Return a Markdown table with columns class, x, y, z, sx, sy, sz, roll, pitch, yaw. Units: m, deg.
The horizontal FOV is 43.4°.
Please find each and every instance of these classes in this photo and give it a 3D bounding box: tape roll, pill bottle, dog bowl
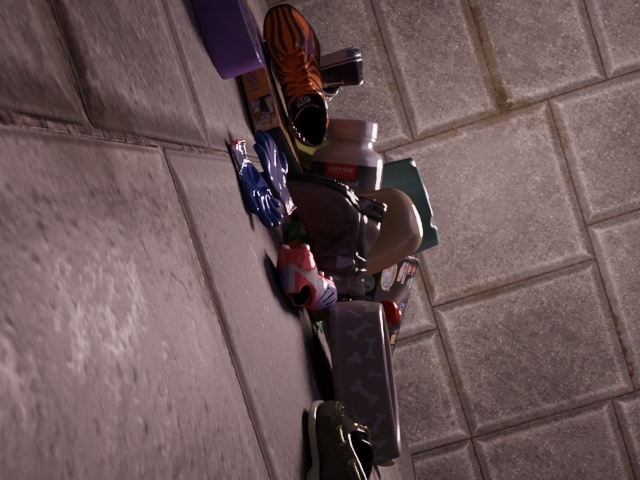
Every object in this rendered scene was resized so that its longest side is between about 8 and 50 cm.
| class | x | y | z | sx | sy | sz | roll | pitch | yaw |
| --- | --- | --- | --- | --- | --- | --- | --- | --- | --- |
| tape roll | -0.168 | -0.395 | 1.462 | 0.189 | 0.080 | 0.188 | -18 | 90 | -86 |
| pill bottle | 0.060 | -0.133 | 1.962 | 0.176 | 0.177 | 0.318 | -61 | 156 | -84 |
| dog bowl | 0.093 | 0.281 | 1.606 | 0.349 | 0.102 | 0.348 | -8 | 90 | -84 |

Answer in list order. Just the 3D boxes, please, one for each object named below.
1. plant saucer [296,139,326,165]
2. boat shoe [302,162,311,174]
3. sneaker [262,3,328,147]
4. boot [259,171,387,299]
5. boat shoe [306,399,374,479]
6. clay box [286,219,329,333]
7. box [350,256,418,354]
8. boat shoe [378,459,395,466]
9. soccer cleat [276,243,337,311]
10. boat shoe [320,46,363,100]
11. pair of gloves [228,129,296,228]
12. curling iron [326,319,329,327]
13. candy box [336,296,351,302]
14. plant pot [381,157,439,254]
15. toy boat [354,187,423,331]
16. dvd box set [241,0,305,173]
| class | x | y | z | sx | sy | sz | roll | pitch | yaw |
| --- | --- | --- | --- | --- | --- | --- | --- | --- | --- |
| plant saucer | -0.012 | -0.236 | 2.148 | 0.241 | 0.241 | 0.037 | -95 | -153 | -69 |
| boat shoe | -0.008 | -0.221 | 2.601 | 0.307 | 0.105 | 0.110 | -100 | 180 | -68 |
| sneaker | -0.039 | -0.356 | 1.782 | 0.180 | 0.125 | 0.321 | -102 | 174 | -62 |
| boot | 0.000 | 0.000 | 1.567 | 0.338 | 0.118 | 0.222 | 19 | 83 | -41 |
| boat shoe | 0.034 | 0.316 | 1.151 | 0.305 | 0.091 | 0.109 | -92 | 164 | -73 |
| clay box | -0.014 | 0.075 | 1.715 | 0.127 | 0.053 | 0.222 | -93 | 164 | -70 |
| box | 0.145 | 0.157 | 1.980 | 0.216 | 0.060 | 0.270 | 16 | 89 | -62 |
| boat shoe | 0.158 | 0.542 | 2.036 | 0.133 | 0.049 | 0.042 | 59 | 22 | -53 |
| soccer cleat | -0.026 | 0.090 | 1.438 | 0.248 | 0.083 | 0.095 | 65 | 27 | -62 |
| boat shoe | 0.004 | -0.389 | 1.959 | 0.306 | 0.113 | 0.104 | -3 | -77 | 52 |
| pair of gloves | -0.090 | -0.107 | 1.365 | 0.159 | 0.023 | 0.198 | 68 | 23 | -8 |
| curling iron | 0.014 | 0.164 | 1.848 | 0.068 | 0.035 | 0.273 | 174 | -105 | -77 |
| candy box | 0.104 | 0.189 | 2.135 | 0.233 | 0.071 | 0.159 | 15 | 56 | -61 |
| plant pot | 0.132 | -0.061 | 2.214 | 0.341 | 0.334 | 0.341 | -18 | 90 | -85 |
| toy boat | 0.114 | 0.049 | 1.818 | 0.148 | 0.268 | 0.318 | 64 | 11 | -75 |
| dvd box set | -0.127 | -0.341 | 1.868 | 0.307 | 0.062 | 0.420 | 64 | 10 | -63 |
